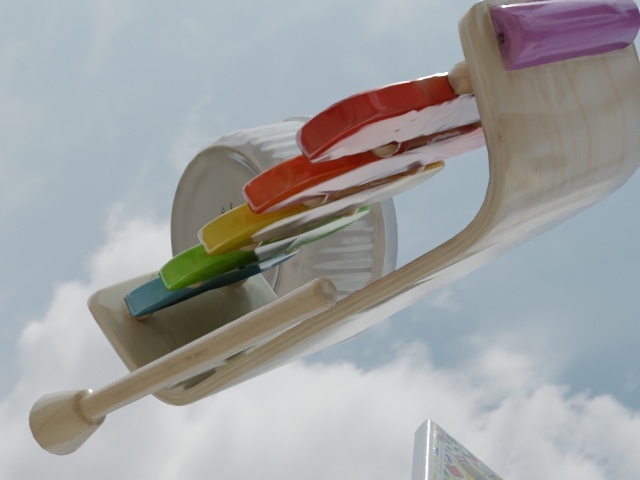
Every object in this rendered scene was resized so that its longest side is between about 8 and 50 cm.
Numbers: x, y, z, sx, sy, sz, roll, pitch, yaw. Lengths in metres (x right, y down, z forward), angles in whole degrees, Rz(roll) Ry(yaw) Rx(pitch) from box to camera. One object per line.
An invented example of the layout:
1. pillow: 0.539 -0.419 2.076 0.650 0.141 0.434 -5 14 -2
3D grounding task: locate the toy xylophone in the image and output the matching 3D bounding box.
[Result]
1. toy xylophone: 0.000 0.000 0.552 0.322 0.236 0.081 -31 -99 36

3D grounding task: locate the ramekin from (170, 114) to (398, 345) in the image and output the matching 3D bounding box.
1. ramekin: -0.041 -0.005 1.051 0.207 0.109 0.207 7 -81 49

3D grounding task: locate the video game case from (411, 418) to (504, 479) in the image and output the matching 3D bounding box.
1. video game case: 0.163 0.263 1.049 0.206 0.227 0.026 40 -78 -3
